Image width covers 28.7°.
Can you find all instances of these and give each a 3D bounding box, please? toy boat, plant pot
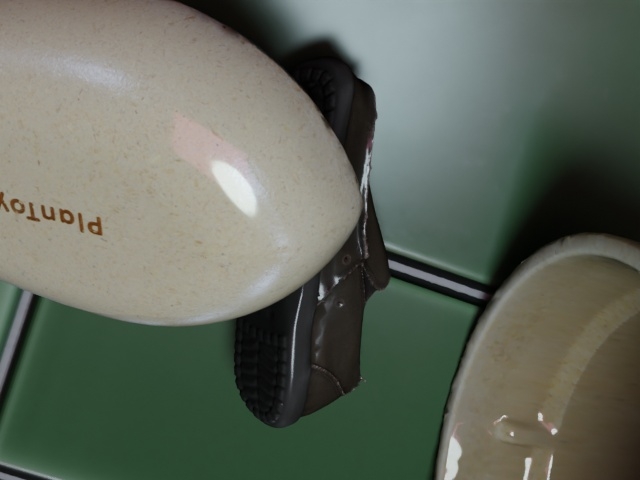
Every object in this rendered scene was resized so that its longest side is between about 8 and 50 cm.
[{"bbox_3d":[-0.094,-0.104,0.624,0.267,0.148,0.318,17,129,12],"label":"toy boat"},{"bbox_3d":[0.265,0.178,0.702,0.305,0.334,0.334,7,110,-18],"label":"plant pot"}]

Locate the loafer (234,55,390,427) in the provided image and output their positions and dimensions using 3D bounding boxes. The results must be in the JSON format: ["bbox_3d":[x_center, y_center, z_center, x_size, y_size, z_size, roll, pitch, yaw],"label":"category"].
[{"bbox_3d":[0.000,0.000,0.734,0.078,0.080,0.220,-5,113,-37],"label":"loafer"}]
